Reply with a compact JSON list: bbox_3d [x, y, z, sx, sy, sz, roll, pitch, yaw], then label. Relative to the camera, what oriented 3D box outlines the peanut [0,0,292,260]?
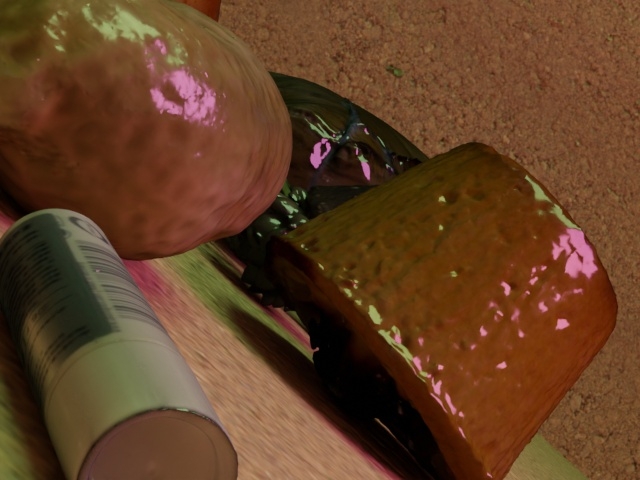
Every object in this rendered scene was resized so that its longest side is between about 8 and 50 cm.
[{"bbox_3d":[-0.089,-0.055,0.629,0.137,0.122,0.253,42,6,3],"label":"peanut"}]

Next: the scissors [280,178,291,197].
[{"bbox_3d":[-0.005,-0.015,1.079,0.204,0.027,0.101,18,-33,-16],"label":"scissors"}]

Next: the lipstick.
[{"bbox_3d":[-0.061,0.030,0.369,0.040,0.040,0.141,41,2,-30],"label":"lipstick"}]

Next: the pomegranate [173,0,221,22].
[{"bbox_3d":[-0.188,-0.222,1.218,0.209,0.209,0.209,42,2,-2],"label":"pomegranate"}]

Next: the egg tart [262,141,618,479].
[{"bbox_3d":[0.076,0.049,0.845,0.215,0.171,0.215,50,-11,13],"label":"egg tart"}]

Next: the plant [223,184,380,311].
[{"bbox_3d":[0.000,0.000,1.006,0.094,0.143,0.092,-103,-174,-62],"label":"plant"}]

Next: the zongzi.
[{"bbox_3d":[-0.080,-0.097,1.298,0.392,0.174,0.356,32,6,11],"label":"zongzi"}]
